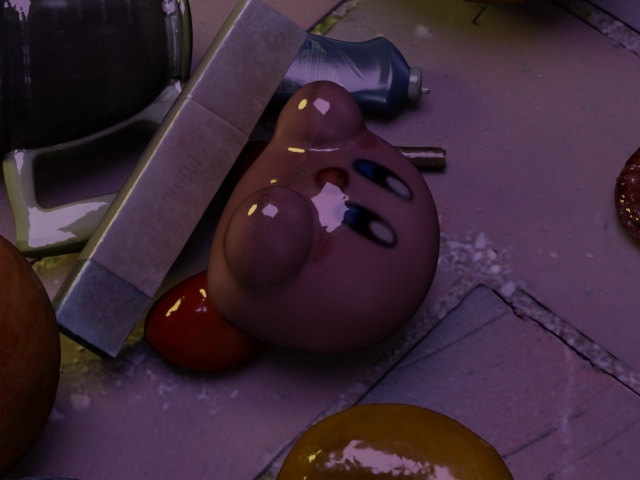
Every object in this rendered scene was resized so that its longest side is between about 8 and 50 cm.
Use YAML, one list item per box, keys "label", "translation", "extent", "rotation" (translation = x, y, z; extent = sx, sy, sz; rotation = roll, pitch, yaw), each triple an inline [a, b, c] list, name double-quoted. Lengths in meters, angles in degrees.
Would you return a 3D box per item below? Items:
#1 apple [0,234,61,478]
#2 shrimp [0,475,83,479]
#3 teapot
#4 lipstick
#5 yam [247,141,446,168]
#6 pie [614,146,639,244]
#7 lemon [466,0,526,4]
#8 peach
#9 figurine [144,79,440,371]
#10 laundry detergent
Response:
- label: "apple"
  translation: [-0.384, 0.114, 1.608]
  extent: [0.309, 0.277, 0.250]
  rotation: [-27, 54, -1]
- label: "shrimp"
  translation: [-0.301, 0.282, 1.535]
  extent: [0.411, 0.166, 0.221]
  rotation: [2, 12, -21]
- label: "teapot"
  translation: [-0.236, -0.175, 1.830]
  extent: [0.239, 0.239, 0.321]
  rotation: [-7, 50, -17]
- label: "lipstick"
  translation: [-0.140, -0.062, 1.762]
  extent: [0.076, 0.080, 0.371]
  rotation: [33, 78, -12]
- label: "yam"
  translation: [0.014, -0.091, 1.881]
  extent: [0.234, 0.027, 0.029]
  rotation: [3, 86, 2]
- label: "pie"
  translation: [0.371, -0.043, 1.829]
  extent: [0.154, 0.038, 0.153]
  rotation: [0, 57, 0]
- label: "lemon"
  translation: [0.175, -0.411, 1.925]
  extent: [0.336, 0.336, 0.336]
  rotation: [-1, 56, 1]
- label: "peach"
  translation: [0.062, 0.262, 1.573]
  extent: [0.251, 0.153, 0.251]
  rotation: [-5, 57, 7]
- label: "figurine"
  translation: [0.001, 0.005, 1.724]
  extent: [0.211, 0.261, 0.269]
  rotation: [31, 57, -11]
- label: "laundry detergent"
  translation: [0.014, -0.174, 1.917]
  extent: [0.206, 0.061, 0.096]
  rotation: [5, 54, 5]
